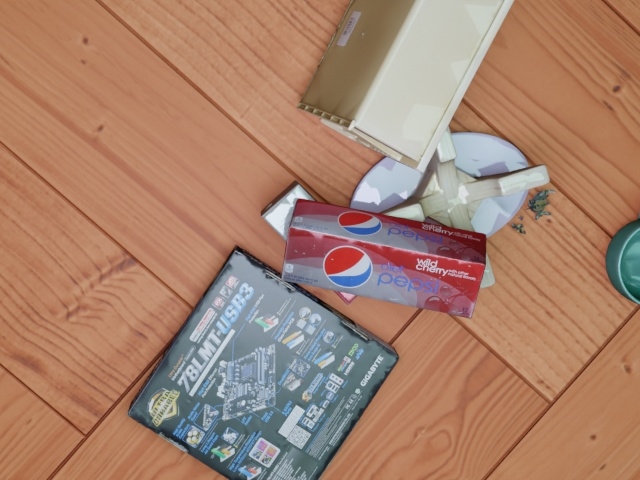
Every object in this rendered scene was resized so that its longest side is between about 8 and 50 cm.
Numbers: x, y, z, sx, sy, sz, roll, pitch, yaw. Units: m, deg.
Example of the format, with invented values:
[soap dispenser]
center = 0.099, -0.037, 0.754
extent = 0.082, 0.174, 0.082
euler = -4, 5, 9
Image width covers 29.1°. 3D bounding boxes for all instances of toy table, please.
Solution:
[toy table]
center = 0.183, -0.059, 1.763
extent = 0.274, 0.161, 0.252
euler = -29, 97, -2

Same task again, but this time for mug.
[mug]
center = 0.495, 0.020, 1.821
extent = 0.129, 0.097, 0.158
euler = 32, 92, -5

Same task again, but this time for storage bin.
[storage bin]
center = 0.104, -0.257, 1.695
extent = 0.123, 0.260, 0.262
euler = 26, 94, -23

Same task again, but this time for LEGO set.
[LEGO set]
center = 0.316, -0.048, 1.836
extent = 0.083, 0.023, 0.054
euler = -35, 134, 4

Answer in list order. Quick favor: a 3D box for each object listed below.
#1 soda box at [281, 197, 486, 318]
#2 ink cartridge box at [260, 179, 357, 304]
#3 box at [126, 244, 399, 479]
[soda box]
center = 0.085, 0.022, 1.646
extent = 0.263, 0.083, 0.092
euler = 11, 121, 1
[ink cartridge box]
center = 0.000, 0.000, 1.772
extent = 0.072, 0.127, 0.175
euler = -44, 97, 2
[box]
center = -0.084, 0.208, 1.815
extent = 0.293, 0.073, 0.296
euler = 33, 93, -5
